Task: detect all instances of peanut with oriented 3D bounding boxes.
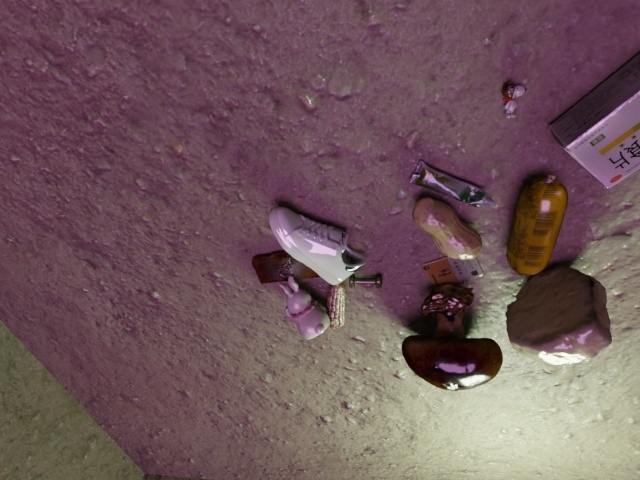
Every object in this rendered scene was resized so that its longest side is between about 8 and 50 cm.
[{"bbox_3d":[0.378,-0.032,1.227,0.257,0.123,0.123,37,125,-13],"label":"peanut"}]

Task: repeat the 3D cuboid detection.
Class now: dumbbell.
[{"bbox_3d":[0.161,0.146,1.447,0.118,0.046,0.052,-1,121,12],"label":"dumbbell"}]

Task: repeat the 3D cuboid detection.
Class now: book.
[{"bbox_3d":[0.448,0.098,1.374,0.172,0.012,0.118,-22,119,25],"label":"book"}]

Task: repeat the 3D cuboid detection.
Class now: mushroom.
[{"bbox_3d":[0.450,0.363,1.464,0.331,0.355,0.334,-24,160,18],"label":"mushroom"}]

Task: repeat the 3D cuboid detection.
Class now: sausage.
[{"bbox_3d":[0.619,-0.036,1.167,0.124,0.123,0.346,2,127,10],"label":"sausage"}]

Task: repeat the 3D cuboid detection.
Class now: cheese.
[{"bbox_3d":[0.716,0.226,1.222,0.115,0.326,0.318,38,88,-16],"label":"cheese"}]

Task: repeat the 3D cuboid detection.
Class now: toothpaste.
[{"bbox_3d":[0.386,-0.154,1.178,0.248,0.046,0.078,21,124,-2],"label":"toothpaste"}]

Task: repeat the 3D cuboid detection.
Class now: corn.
[{"bbox_3d":[0.060,0.234,1.513,0.080,0.079,0.236,7,128,6],"label":"corn"}]

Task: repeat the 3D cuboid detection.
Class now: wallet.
[{"bbox_3d":[-0.125,0.095,1.474,0.256,0.031,0.137,-9,127,19],"label":"wallet"}]

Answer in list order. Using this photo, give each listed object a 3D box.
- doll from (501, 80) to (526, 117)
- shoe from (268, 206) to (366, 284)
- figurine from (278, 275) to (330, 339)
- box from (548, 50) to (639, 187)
[{"bbox_3d":[0.475,-0.353,1.013,0.058,0.040,0.085,8,128,-8],"label":"doll"},{"bbox_3d":[0.000,0.000,1.320,0.160,0.131,0.363,-31,120,30],"label":"shoe"},{"bbox_3d":[-0.072,0.244,1.513,0.127,0.155,0.235,-34,89,-3],"label":"figurine"},{"bbox_3d":[0.740,-0.303,0.930,0.173,0.145,0.333,34,125,-17],"label":"box"}]
